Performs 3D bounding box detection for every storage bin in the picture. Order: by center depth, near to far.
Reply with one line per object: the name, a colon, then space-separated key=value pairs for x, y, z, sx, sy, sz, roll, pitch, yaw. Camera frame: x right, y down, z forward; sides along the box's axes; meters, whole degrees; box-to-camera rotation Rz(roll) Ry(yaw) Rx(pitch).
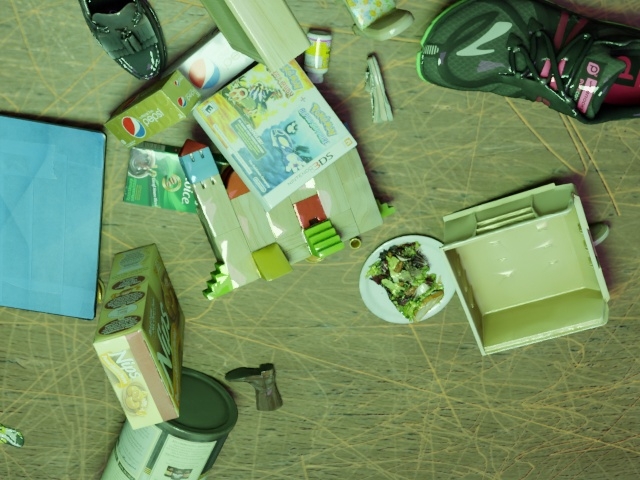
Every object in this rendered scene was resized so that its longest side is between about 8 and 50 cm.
storage bin: x=0.391 y=0.054 z=1.585 sx=0.260 sy=0.123 sz=0.262 roll=-17 pitch=117 yaw=17

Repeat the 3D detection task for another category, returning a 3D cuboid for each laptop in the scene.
laptop: x=-0.605 y=-0.008 z=1.402 sx=0.236 sy=0.408 sz=0.381 roll=25 pitch=118 yaw=28

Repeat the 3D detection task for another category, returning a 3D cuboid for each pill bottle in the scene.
pill bottle: x=-0.006 y=-0.314 z=1.427 sx=0.043 sy=0.043 sz=0.083 roll=3 pitch=117 yaw=-8

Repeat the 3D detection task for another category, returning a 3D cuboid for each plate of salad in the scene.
plate of salad: x=0.176 y=0.084 z=1.645 sx=0.200 sy=0.048 sz=0.199 roll=-2 pitch=117 yaw=-5

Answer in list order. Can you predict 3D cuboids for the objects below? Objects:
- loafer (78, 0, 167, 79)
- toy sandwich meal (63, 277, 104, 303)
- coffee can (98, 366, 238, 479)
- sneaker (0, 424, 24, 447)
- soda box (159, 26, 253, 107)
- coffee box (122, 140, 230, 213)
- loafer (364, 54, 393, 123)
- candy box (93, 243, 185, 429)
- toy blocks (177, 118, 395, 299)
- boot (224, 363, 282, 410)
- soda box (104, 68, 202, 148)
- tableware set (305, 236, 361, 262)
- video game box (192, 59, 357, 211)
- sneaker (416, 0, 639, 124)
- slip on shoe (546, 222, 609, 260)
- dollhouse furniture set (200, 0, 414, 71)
loafer: x=-0.341 y=-0.384 z=1.323 sx=0.109 sy=0.095 sz=0.302 roll=-22 pitch=117 yaw=5
toy sandwich meal: x=-0.452 y=0.096 z=1.587 sx=0.086 sy=0.029 sz=0.085 roll=-3 pitch=117 yaw=-5
coffee can: x=-0.310 y=0.420 z=1.670 sx=0.202 sy=0.201 sz=0.275 roll=20 pitch=113 yaw=-16
sneaker: x=-0.652 y=0.404 z=1.721 sx=0.083 sy=0.031 sz=0.035 roll=36 pitch=121 yaw=-17
soda box: x=-0.166 y=-0.310 z=1.396 sx=0.216 sy=0.069 sz=0.074 roll=-36 pitch=115 yaw=12
coffee box: x=-0.254 y=-0.110 z=1.501 sx=0.184 sy=0.040 sz=0.113 roll=10 pitch=114 yaw=-12
loafer: x=0.096 y=-0.262 z=1.467 sx=0.039 sy=0.045 sz=0.125 roll=-15 pitch=120 yaw=9
candy box: x=-0.311 y=0.159 z=1.475 sx=0.088 sy=0.316 sz=0.182 roll=-16 pitch=116 yaw=2
toy blocks: x=-0.074 y=-0.097 z=1.452 sx=0.381 sy=0.191 sz=0.260 roll=-23 pitch=102 yaw=-14
boot: x=-0.138 y=0.315 z=1.733 sx=0.106 sy=0.037 sz=0.114 roll=-8 pitch=122 yaw=0
soda box: x=-0.279 y=-0.215 z=1.383 sx=0.181 sy=0.058 sz=0.061 roll=-18 pitch=124 yaw=44
tableware set: x=0.000 y=0.000 z=1.596 sx=0.154 sy=0.024 sz=0.104 roll=-4 pitch=117 yaw=-5
video game box: x=-0.072 y=-0.182 z=1.364 sx=0.187 sy=0.048 sz=0.205 roll=-39 pitch=94 yaw=-16
sneaker: x=0.400 y=-0.301 z=1.392 sx=0.483 sy=0.202 sz=0.185 roll=3 pitch=115 yaw=-8
slip on shoe: x=0.498 y=-0.006 z=1.639 sx=0.135 sy=0.051 sz=0.041 roll=-22 pitch=120 yaw=13
dollhouse furniture set: x=0.012 y=-0.442 z=1.204 sx=0.394 sy=0.256 sz=0.362 roll=-36 pitch=116 yaw=-3
